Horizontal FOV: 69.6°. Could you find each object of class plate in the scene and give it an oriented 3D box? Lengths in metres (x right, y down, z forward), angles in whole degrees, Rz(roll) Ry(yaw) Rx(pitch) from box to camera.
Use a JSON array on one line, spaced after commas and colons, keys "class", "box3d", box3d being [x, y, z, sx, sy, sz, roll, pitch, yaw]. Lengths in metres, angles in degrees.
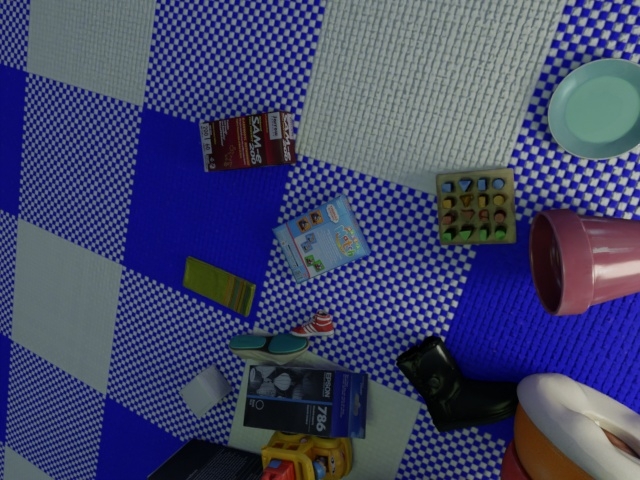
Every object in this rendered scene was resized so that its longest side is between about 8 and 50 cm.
[{"class": "plate", "box3d": [0.539, -0.250, 0.884, 0.188, 0.024, 0.188, 5, 102, 22]}]

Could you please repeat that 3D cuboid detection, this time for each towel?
[{"class": "towel", "box3d": [-0.297, 0.131, 1.324, 0.237, 0.021, 0.102, 21, 107, 19]}]

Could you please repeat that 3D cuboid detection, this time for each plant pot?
[{"class": "plant pot", "box3d": [0.515, 0.034, 0.868, 0.180, 0.201, 0.201, -6, 98, 9]}]

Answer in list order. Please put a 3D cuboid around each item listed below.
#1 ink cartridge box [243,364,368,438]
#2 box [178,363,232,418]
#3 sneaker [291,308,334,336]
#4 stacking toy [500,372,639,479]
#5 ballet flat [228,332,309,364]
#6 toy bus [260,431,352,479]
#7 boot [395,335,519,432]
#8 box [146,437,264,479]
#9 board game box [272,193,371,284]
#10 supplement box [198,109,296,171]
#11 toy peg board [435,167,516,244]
[{"class": "ink cartridge box", "box3d": [-0.043, 0.419, 1.209, 0.332, 0.065, 0.165, -5, 69, 23]}, {"class": "box", "box3d": [-0.340, 0.445, 1.364, 0.101, 0.087, 0.102, -43, 82, 24]}, {"class": "sneaker", "box3d": [-0.025, 0.216, 1.208, 0.118, 0.042, 0.067, -6, 102, 17]}, {"class": "stacking toy", "box3d": [0.450, 0.535, 0.872, 0.350, 0.350, 0.480, 27, 105, 17]}, {"class": "ballet flat", "box3d": [-0.135, 0.300, 1.262, 0.248, 0.086, 0.086, -1, 99, 25]}, {"class": "toy bus", "box3d": [-0.049, 0.579, 1.196, 0.220, 0.211, 0.150, -3, 97, 23]}, {"class": "boot", "box3d": [0.315, 0.312, 1.048, 0.246, 0.094, 0.207, -30, 91, 31]}, {"class": "box", "box3d": [-0.268, 0.797, 1.331, 0.395, 0.212, 0.294, 3, 101, 22]}, {"class": "board game box", "box3d": [0.000, 0.000, 1.159, 0.211, 0.039, 0.160, -24, 90, 26]}, {"class": "supplement box", "box3d": [-0.187, -0.249, 1.175, 0.239, 0.073, 0.130, -2, 98, 23]}, {"class": "toy peg board", "box3d": [0.327, -0.066, 0.981, 0.161, 0.079, 0.161, -2, 99, 24]}]
